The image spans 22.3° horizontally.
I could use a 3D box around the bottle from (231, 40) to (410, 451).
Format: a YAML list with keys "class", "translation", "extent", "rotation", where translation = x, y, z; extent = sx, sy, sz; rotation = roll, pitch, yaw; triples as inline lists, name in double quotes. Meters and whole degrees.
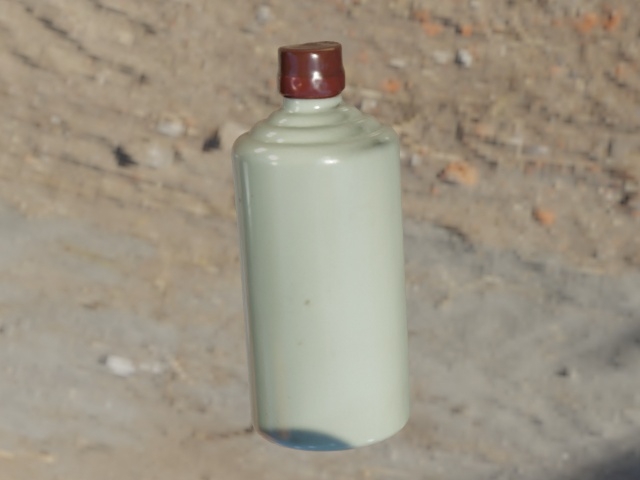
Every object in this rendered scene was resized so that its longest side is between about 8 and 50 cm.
- class: "bottle"
  translation: [0.000, 0.000, 0.999]
  extent: [0.104, 0.245, 0.104]
  rotation: [-4, -165, 1]
